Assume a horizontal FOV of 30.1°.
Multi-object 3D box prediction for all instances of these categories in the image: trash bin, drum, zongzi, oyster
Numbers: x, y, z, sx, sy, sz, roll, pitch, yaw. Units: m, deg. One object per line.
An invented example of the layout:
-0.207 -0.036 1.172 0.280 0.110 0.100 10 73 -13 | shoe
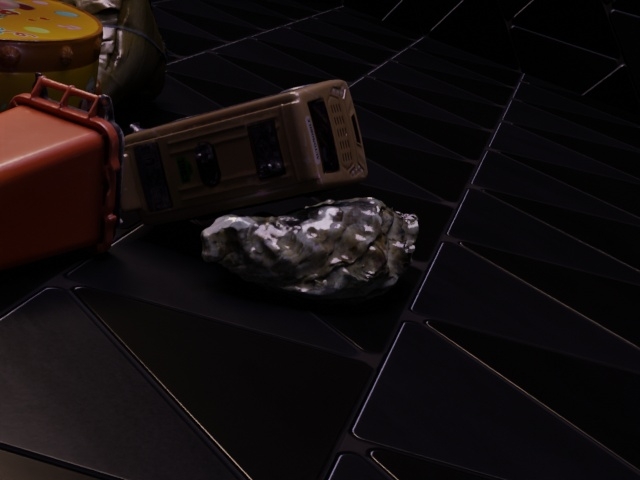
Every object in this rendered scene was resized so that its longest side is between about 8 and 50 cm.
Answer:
-0.334 -0.065 1.274 0.161 0.184 0.239 20 25 26 | trash bin
-0.499 -0.208 1.544 0.431 0.214 0.431 11 18 -4 | drum
-0.349 -0.251 1.971 0.160 0.360 0.323 -3 -25 8 | zongzi
0.000 0.000 1.387 0.198 0.112 0.268 19 22 22 | oyster

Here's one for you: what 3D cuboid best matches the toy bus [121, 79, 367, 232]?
-0.102 -0.097 1.424 0.289 0.139 0.157 -9 5 29 | toy bus
